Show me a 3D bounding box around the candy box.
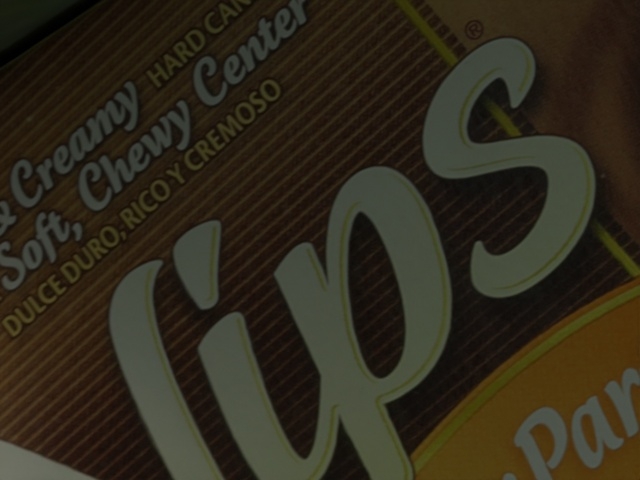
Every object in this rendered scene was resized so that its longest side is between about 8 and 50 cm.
[{"bbox_3d":[0.052,-0.002,0.342,0.316,0.183,0.087,-31,177,13],"label":"candy box"}]
